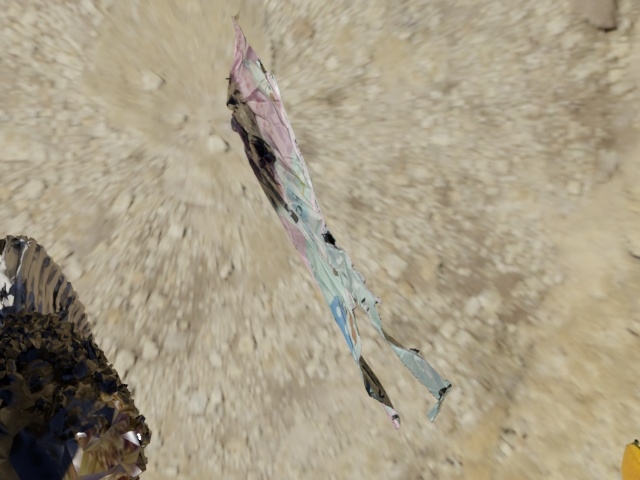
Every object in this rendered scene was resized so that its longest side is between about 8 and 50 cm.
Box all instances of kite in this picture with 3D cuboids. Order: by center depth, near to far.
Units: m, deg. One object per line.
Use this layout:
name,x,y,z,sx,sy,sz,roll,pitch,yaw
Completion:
kite,0.000,0.000,0.436,0.011,0.156,0.139,-28,127,-7

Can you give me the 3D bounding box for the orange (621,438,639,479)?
orange,0.236,0.146,1.083,0.086,0.062,0.086,-2,123,-2

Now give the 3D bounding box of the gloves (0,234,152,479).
gloves,-0.172,0.128,0.972,0.135,0.312,0.210,10,124,-7
